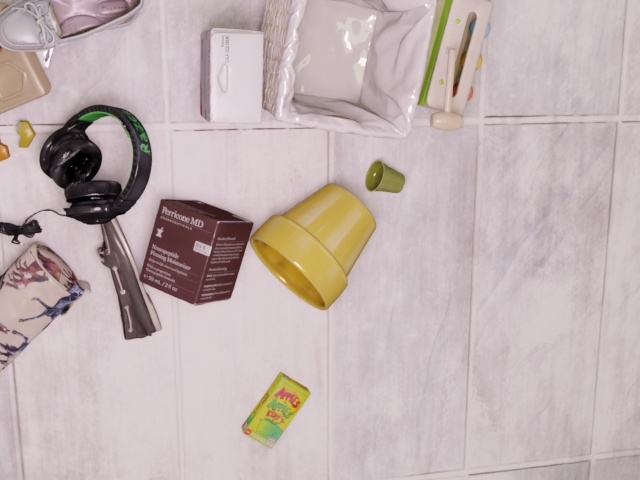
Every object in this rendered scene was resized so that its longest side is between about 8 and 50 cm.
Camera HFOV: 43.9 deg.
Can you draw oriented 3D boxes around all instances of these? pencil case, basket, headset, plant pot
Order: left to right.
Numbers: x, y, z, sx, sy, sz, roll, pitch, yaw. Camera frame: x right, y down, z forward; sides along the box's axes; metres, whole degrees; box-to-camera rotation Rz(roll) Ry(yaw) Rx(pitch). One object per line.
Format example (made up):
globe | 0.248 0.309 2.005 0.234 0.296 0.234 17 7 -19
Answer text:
pencil case | -0.728 0.203 1.828 0.410 0.160 0.183 -45 119 0
headset | -0.546 -0.132 1.751 0.394 0.185 0.243 -39 72 24
plant pot | 0.000 0.000 1.917 0.239 0.254 0.254 -46 108 -15
basket | 0.038 -0.424 1.776 0.328 0.266 0.331 4 106 -23
plant pot | 0.168 -0.153 2.001 0.079 0.083 0.083 15 99 -29

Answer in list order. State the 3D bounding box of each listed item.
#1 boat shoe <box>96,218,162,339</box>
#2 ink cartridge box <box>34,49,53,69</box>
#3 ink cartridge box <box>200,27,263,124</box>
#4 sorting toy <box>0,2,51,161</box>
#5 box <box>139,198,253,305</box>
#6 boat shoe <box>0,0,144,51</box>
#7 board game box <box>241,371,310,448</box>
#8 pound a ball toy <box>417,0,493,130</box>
boat shoe | -0.476 0.089 1.886 0.095 0.112 0.335 -22 110 -12
ink cartridge box | -0.657 -0.430 1.770 0.115 0.029 0.063 17 101 -16
ink cartridge box | -0.202 -0.363 1.761 0.114 0.273 0.197 -1 103 -12
sorting toy | -0.723 -0.337 1.750 0.229 0.041 0.307 -22 109 2
box | -0.289 0.024 1.854 0.168 0.167 0.203 20 99 22
boat shoe | -0.543 -0.486 1.718 0.320 0.103 0.118 -17 104 -21
board game box | -0.117 0.446 2.083 0.092 0.043 0.181 34 93 -17
pound a ball toy | 0.335 -0.418 1.905 0.136 0.208 0.319 11 99 -15
